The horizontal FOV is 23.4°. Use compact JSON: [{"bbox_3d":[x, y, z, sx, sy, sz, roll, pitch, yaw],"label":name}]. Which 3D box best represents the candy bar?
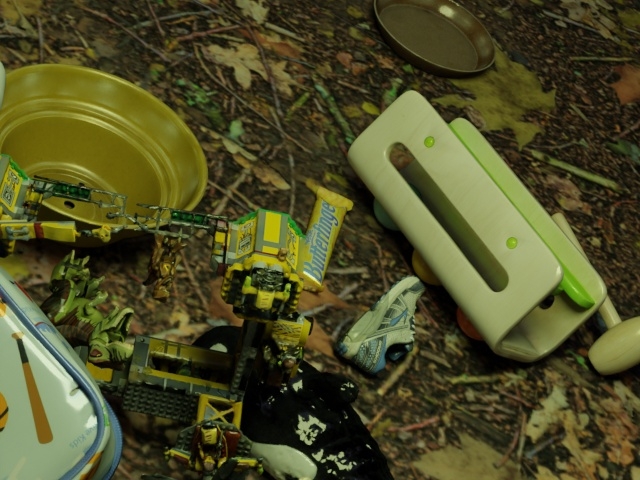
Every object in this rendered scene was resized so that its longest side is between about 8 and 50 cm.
[{"bbox_3d":[0.000,0.000,1.559,0.040,0.018,0.161,26,37,-5],"label":"candy bar"}]

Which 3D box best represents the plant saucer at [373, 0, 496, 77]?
[{"bbox_3d":[0.138,-0.257,1.931,0.168,0.029,0.168,17,40,-15],"label":"plant saucer"}]

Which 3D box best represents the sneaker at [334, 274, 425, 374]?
[{"bbox_3d":[0.067,0.085,1.489,0.058,0.052,0.135,45,46,3],"label":"sneaker"}]

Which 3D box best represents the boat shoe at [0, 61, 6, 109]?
[{"bbox_3d":[-0.352,-0.054,1.193,0.109,0.302,0.094,34,44,-33],"label":"boat shoe"}]

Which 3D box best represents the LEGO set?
[{"bbox_3d":[-0.165,0.092,1.163,0.331,0.255,0.192,18,36,-12],"label":"LEGO set"}]

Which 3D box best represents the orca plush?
[{"bbox_3d":[-0.003,0.164,1.301,0.151,0.102,0.287,-5,50,-37],"label":"orca plush"}]

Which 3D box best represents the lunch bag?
[{"bbox_3d":[-0.295,0.151,1.014,0.303,0.115,0.243,-40,81,-10],"label":"lunch bag"}]

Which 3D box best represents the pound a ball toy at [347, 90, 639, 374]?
[{"bbox_3d":[0.181,0.016,1.595,0.208,0.136,0.319,19,30,-56],"label":"pound a ball toy"}]

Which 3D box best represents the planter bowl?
[{"bbox_3d":[-0.220,-0.059,1.424,0.217,0.090,0.217,18,40,-16],"label":"planter bowl"}]

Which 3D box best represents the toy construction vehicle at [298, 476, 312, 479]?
[{"bbox_3d":[-0.023,0.240,1.212,0.035,0.086,0.098,-3,71,-14],"label":"toy construction vehicle"}]
